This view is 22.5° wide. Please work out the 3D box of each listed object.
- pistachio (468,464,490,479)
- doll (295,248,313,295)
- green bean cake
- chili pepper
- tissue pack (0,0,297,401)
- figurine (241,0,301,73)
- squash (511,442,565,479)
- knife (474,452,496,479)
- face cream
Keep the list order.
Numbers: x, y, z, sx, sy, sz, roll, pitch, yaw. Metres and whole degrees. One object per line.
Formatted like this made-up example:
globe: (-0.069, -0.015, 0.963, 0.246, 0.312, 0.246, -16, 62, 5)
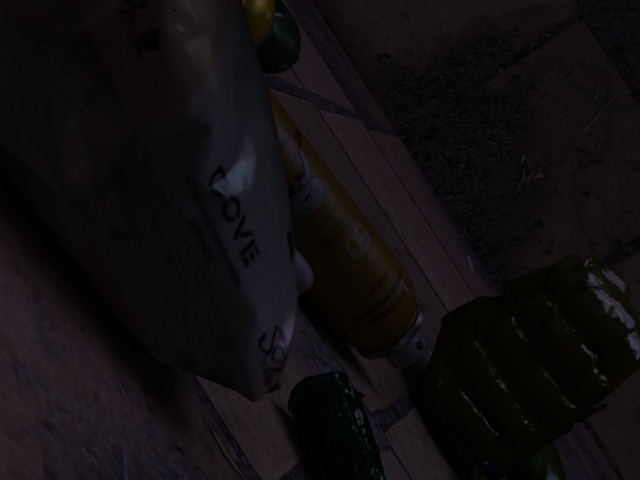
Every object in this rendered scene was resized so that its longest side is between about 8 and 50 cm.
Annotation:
pistachio: (0.198, 0.317, 1.752, 0.173, 0.049, 0.089, 51, -19, 38)
doll: (-0.080, -0.027, 1.468, 0.161, 0.059, 0.160, 63, 10, 30)
green bean cake: (0.263, 0.141, 1.969, 0.202, 0.285, 0.310, 54, 7, 12)
chili pepper: (0.036, 0.211, 1.276, 0.088, 0.059, 0.227, 53, 11, -48)
tissue pack: (-0.138, -0.117, 1.124, 0.390, 0.195, 0.375, -109, 176, -56)
figurine: (-0.119, -0.299, 2.010, 0.185, 0.127, 0.234, 55, 18, 19)
squash: (0.285, 0.289, 2.214, 0.068, 0.077, 0.219, 61, 4, -34)
knife: (0.197, 0.288, 1.839, 0.031, 0.018, 0.121, -127, -164, -61)
face cream: (0.000, 0.000, 1.642, 0.348, 0.105, 0.105, 53, 10, -26)
